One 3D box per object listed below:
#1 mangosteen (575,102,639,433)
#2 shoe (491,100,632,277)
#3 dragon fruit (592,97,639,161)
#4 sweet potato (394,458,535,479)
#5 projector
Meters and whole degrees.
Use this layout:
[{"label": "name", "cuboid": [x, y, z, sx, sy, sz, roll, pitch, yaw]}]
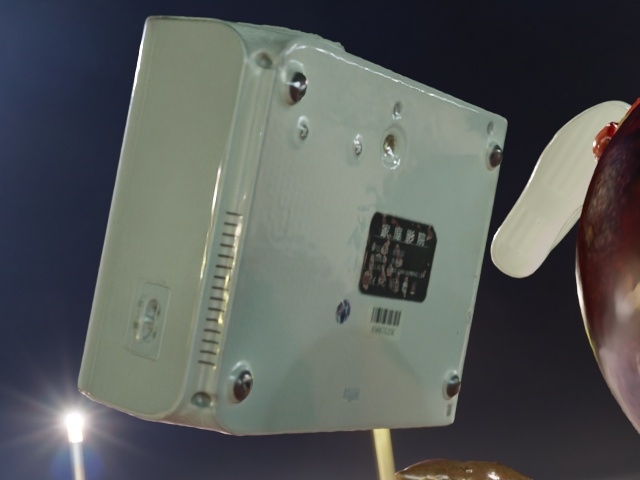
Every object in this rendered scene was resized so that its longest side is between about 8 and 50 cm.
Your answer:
[{"label": "mangosteen", "cuboid": [0.175, 0.006, 0.338, 0.199, 0.200, 0.200, -7, -13, -2]}, {"label": "shoe", "cuboid": [0.315, -0.073, 1.411, 0.265, 0.095, 0.110, -54, -9, 21]}, {"label": "dragon fruit", "cuboid": [0.253, -0.078, 0.755, 0.126, 0.068, 0.112, 9, -11, -4]}, {"label": "sweet potato", "cuboid": [0.149, 0.233, 1.026, 0.218, 0.051, 0.065, 20, 18, -31]}, {"label": "projector", "cuboid": [0.000, 0.000, 0.615, 0.108, 0.198, 0.250, 10, -1, 39]}]
